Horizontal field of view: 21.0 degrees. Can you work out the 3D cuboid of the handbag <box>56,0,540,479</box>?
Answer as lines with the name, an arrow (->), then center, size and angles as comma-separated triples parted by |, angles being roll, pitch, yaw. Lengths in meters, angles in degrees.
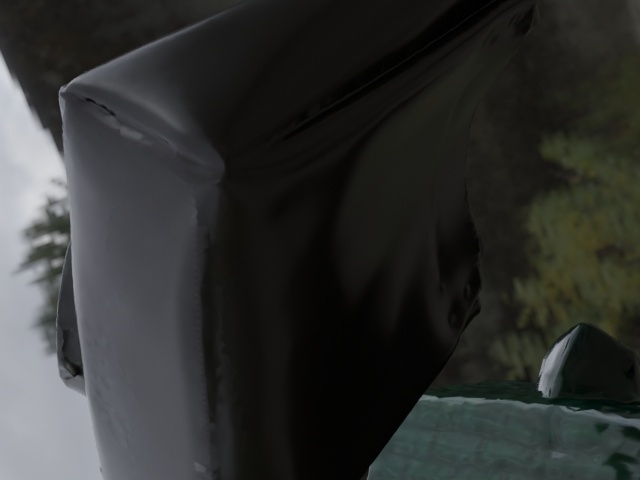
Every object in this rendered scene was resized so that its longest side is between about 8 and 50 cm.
handbag -> 0.000, 0.000, 0.796 | 0.113, 0.257, 0.285 | 29, 139, 29

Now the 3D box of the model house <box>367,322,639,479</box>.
model house -> 0.241, 0.176, 1.022 | 0.334, 0.382, 0.343 | -50, -58, -36
